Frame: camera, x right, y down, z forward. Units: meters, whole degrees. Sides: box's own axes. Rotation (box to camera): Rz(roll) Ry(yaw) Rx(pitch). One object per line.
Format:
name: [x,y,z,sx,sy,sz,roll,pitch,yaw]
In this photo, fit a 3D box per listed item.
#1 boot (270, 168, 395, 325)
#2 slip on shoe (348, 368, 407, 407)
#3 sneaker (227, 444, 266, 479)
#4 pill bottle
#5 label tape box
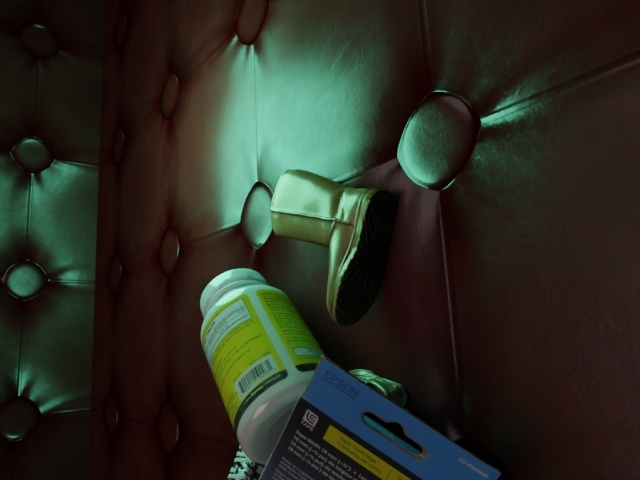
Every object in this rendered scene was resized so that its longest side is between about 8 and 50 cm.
boot: [0.000,0.000,0.896,0.269,0.089,0.236,17,88,51]
slip on shoe: [0.074,0.236,0.801,0.135,0.041,0.052,4,88,51]
sneaker: [-0.145,0.436,0.957,0.099,0.153,0.283,-2,83,50]
pill bottle: [-0.102,0.201,0.901,0.334,0.187,0.188,52,124,47]
label tape box: [0.055,0.322,0.681,0.240,0.106,0.334,31,113,14]
